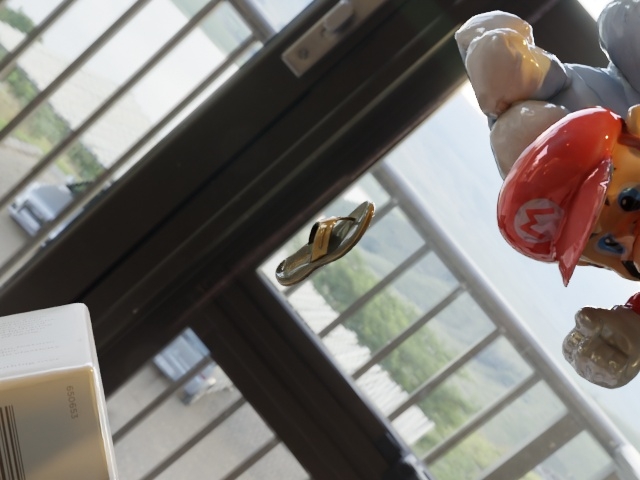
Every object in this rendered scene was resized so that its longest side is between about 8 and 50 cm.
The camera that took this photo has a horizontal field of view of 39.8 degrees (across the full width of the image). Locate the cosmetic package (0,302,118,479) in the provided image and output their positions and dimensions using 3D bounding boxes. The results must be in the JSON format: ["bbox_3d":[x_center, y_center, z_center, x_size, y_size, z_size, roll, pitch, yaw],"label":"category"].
[{"bbox_3d":[-0.439,0.297,1.161,0.393,0.329,0.328,-155,-123,-73],"label":"cosmetic package"}]

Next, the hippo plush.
[{"bbox_3d":[0.287,-0.116,0.871,0.234,0.236,0.294,-96,163,-47],"label":"hippo plush"}]

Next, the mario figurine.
[{"bbox_3d":[0.275,0.008,0.588,0.320,0.198,0.170,10,-12,-5],"label":"mario figurine"}]

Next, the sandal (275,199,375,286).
[{"bbox_3d":[0.000,0.000,1.236,0.049,0.180,0.072,47,21,-26],"label":"sandal"}]
